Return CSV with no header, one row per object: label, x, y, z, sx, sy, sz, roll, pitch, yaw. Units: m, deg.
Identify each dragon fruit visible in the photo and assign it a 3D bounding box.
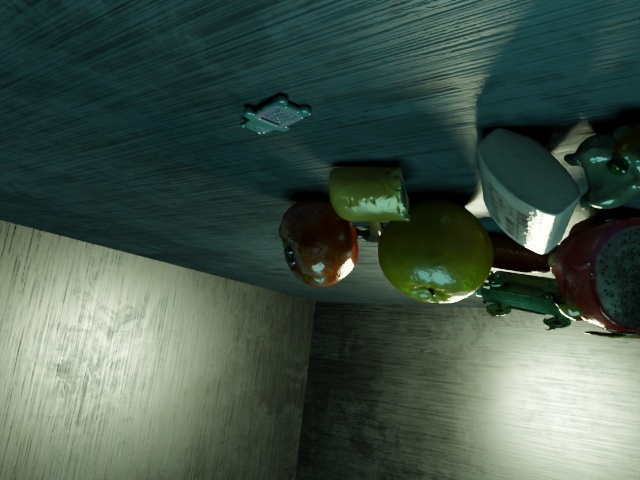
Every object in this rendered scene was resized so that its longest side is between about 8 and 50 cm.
dragon fruit,0.664,0.077,1.190,0.291,0.290,0.189,11,173,-19

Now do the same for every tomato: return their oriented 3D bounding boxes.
tomato,0.001,-0.002,1.326,0.189,0.231,0.232,-20,176,-19

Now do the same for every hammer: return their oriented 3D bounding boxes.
hammer,0.135,-0.061,1.350,0.169,0.044,0.440,5,168,12

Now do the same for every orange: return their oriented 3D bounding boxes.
orange,0.277,0.023,1.242,0.279,0.235,0.279,12,155,6

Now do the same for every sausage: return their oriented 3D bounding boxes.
sausage,0.514,0.036,1.471,0.331,0.102,0.102,10,167,-10

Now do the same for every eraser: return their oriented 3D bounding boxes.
eraser,0.364,-0.079,0.914,0.095,0.174,0.270,-42,157,6

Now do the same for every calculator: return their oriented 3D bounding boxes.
calculator,-0.082,-0.208,0.867,0.094,0.019,0.141,13,166,-38

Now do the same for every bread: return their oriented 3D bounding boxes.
bread,0.101,-0.091,1.070,0.173,0.085,0.134,-1,140,23

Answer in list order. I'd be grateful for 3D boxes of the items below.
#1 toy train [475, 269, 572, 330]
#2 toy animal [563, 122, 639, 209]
toy train,0.590,0.138,1.408,0.308,0.126,0.189,8,-149,45
toy animal,0.494,-0.134,0.730,0.125,0.127,0.251,42,145,-21
